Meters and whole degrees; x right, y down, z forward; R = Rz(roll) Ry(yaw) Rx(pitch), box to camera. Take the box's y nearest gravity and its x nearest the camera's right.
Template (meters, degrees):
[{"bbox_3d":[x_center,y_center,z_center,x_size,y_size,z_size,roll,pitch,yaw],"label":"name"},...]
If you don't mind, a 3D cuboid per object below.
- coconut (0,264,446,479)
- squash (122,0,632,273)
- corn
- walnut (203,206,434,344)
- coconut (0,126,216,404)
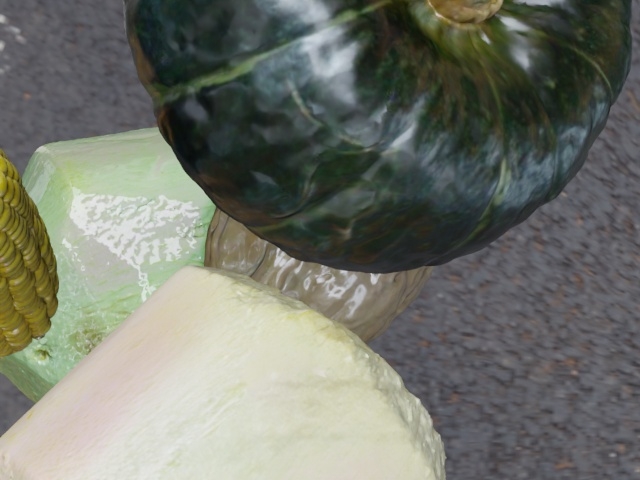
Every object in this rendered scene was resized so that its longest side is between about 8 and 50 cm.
[{"bbox_3d":[-0.035,0.080,0.392,0.116,0.116,0.122,31,62,24],"label":"coconut"},{"bbox_3d":[0.027,-0.111,0.692,0.165,0.252,0.252,-18,74,49],"label":"squash"},{"bbox_3d":[-0.177,0.006,0.758,0.080,0.238,0.080,2,73,-6],"label":"corn"},{"bbox_3d":[0.000,0.000,1.171,0.178,0.178,0.230,29,81,24],"label":"walnut"},{"bbox_3d":[-0.168,0.047,1.356,0.328,0.328,0.281,-51,34,10],"label":"coconut"}]
